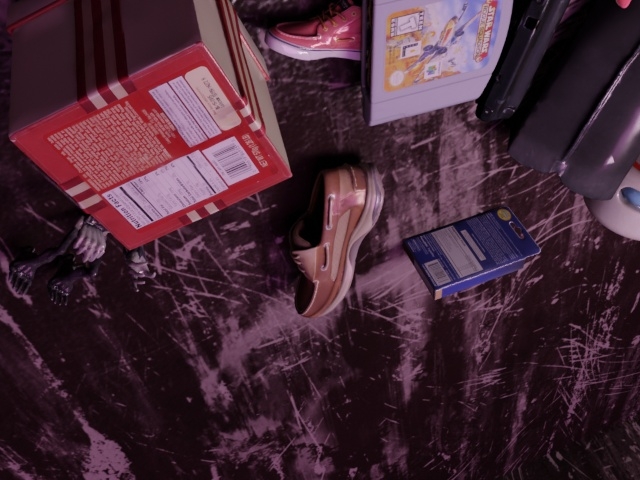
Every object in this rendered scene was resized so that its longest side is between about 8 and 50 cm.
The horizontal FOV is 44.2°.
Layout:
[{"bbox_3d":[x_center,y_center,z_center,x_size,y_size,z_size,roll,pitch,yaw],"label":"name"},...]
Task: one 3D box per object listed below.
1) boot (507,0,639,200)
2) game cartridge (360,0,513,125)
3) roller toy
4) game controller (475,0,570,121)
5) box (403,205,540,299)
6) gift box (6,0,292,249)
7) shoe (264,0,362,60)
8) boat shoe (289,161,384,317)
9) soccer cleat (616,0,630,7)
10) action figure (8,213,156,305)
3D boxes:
[{"bbox_3d":[0.551,-0.235,1.221,0.146,0.367,0.445,-36,159,-56],"label":"boot"},{"bbox_3d":[0.153,-0.280,1.047,0.198,0.062,0.297,-12,148,-5],"label":"game cartridge"},{"bbox_3d":[0.618,-0.108,1.503,0.209,0.191,0.146,-7,137,-24],"label":"roller toy"},{"bbox_3d":[0.317,-0.322,1.150,0.166,0.067,0.319,-52,166,-46],"label":"game controller"},{"bbox_3d":[0.288,0.020,1.499,0.225,0.136,0.036,-19,140,-10],"label":"box"},{"bbox_3d":[-0.171,-0.182,0.898,0.276,0.258,0.255,-21,142,5],"label":"gift box"},{"bbox_3d":[0.012,-0.289,1.050,0.178,0.063,0.081,-5,136,-33],"label":"shoe"},{"bbox_3d":[0.000,0.000,1.336,0.116,0.123,0.324,3,127,-23],"label":"boat shoe"},{"bbox_3d":[0.539,-0.392,1.030,0.318,0.109,0.116,-7,124,16],"label":"soccer cleat"},{"bbox_3d":[-0.302,-0.002,1.128,0.275,0.141,0.164,-34,140,14],"label":"action figure"}]
